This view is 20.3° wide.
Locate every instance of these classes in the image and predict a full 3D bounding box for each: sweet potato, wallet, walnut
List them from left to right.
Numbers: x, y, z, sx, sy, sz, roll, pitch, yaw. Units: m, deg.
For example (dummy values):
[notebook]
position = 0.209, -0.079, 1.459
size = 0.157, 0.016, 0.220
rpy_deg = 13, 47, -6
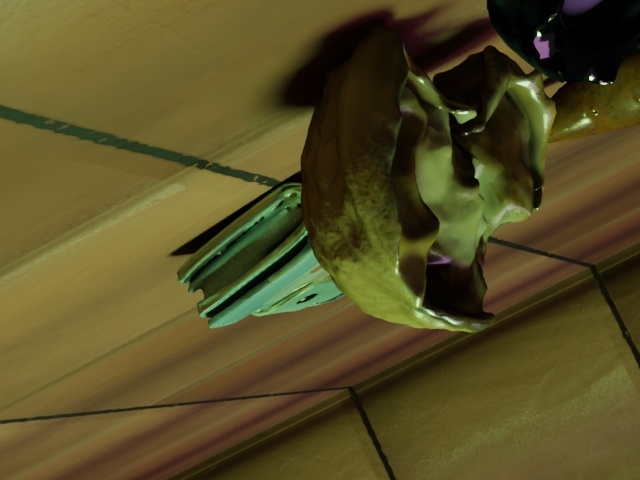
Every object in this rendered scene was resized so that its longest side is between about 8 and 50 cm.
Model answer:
[wallet]
position = 0.000, 0.000, 1.602
size = 0.176, 0.075, 0.250
rpy_deg = -38, 165, 29
[walnut]
position = 0.059, -0.036, 1.240
size = 0.141, 0.204, 0.238
rpy_deg = -6, 176, 34
[sweet potato]
position = 0.335, -0.163, 1.475
size = 0.112, 0.112, 0.359
rpy_deg = -14, 166, -47

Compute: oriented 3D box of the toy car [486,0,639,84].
[toy car]
position = 0.111, -0.177, 0.672
size = 0.255, 0.188, 0.190
rpy_deg = -4, 128, -45
